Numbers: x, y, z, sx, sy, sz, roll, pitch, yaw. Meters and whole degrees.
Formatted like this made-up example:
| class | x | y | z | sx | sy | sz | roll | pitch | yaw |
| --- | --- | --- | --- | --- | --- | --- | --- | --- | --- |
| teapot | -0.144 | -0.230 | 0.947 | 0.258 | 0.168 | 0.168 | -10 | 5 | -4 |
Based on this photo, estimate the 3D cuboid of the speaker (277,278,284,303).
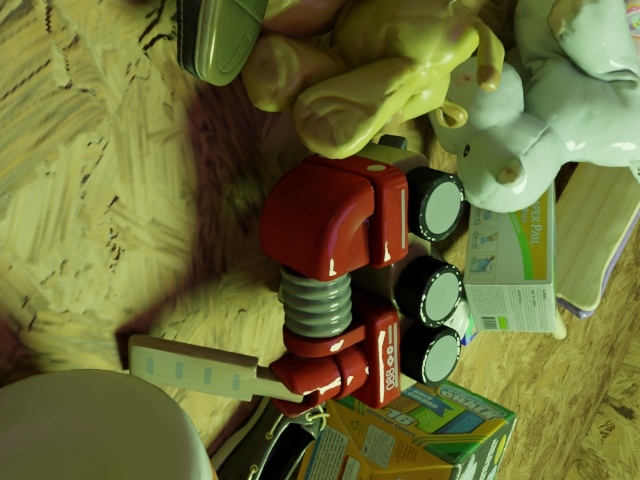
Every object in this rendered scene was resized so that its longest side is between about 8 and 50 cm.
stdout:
| class | x | y | z | sx | sy | sz | roll | pitch | yaw |
| --- | --- | --- | --- | --- | --- | --- | --- | --- | --- |
| speaker | 0.000 | 0.000 | 0.660 | 0.055 | 0.055 | 0.136 | 1 | 108 | -52 |

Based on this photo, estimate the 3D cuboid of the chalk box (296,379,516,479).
| class | x | y | z | sx | sy | sz | roll | pitch | yaw |
| --- | --- | --- | --- | --- | --- | --- | --- | --- | --- |
| chalk box | 0.123 | 0.278 | 0.867 | 0.289 | 0.179 | 0.180 | 0 | 110 | -59 |

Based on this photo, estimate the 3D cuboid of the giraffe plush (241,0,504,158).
| class | x | y | z | sx | sy | sz | roll | pitch | yaw |
| --- | --- | --- | --- | --- | --- | --- | --- | --- | --- |
| giraffe plush | 0.048 | -0.149 | 0.550 | 0.170 | 0.210 | 0.182 | 45 | 30 | -81 |

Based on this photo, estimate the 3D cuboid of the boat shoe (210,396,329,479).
| class | x | y | z | sx | sy | sz | roll | pitch | yaw |
| --- | --- | --- | --- | --- | --- | --- | --- | --- | --- |
| boat shoe | -0.032 | 0.197 | 0.721 | 0.228 | 0.068 | 0.081 | -52 | 143 | -19 |

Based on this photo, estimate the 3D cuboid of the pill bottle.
| class | x | y | z | sx | sy | sz | roll | pitch | yaw |
| --- | --- | --- | --- | --- | --- | --- | --- | --- | --- |
| pill bottle | -0.146 | 0.302 | 0.503 | 0.224 | 0.224 | 0.392 | -40 | 138 | -31 |

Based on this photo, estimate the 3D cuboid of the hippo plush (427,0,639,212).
| class | x | y | z | sx | sy | sz | roll | pitch | yaw |
| --- | --- | --- | --- | --- | --- | --- | --- | --- | --- |
| hippo plush | 0.242 | -0.127 | 0.787 | 0.236 | 0.234 | 0.294 | -28 | 91 | -8 |

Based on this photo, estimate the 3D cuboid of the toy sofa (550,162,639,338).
| class | x | y | z | sx | sy | sz | roll | pitch | yaw |
| --- | --- | --- | --- | --- | --- | --- | --- | --- | --- |
| toy sofa | 0.440 | -0.024 | 1.109 | 0.363 | 0.177 | 0.150 | -58 | 144 | -12 |

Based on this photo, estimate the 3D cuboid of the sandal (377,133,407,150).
| class | x | y | z | sx | sy | sz | roll | pitch | yaw |
| --- | --- | --- | --- | --- | --- | --- | --- | --- | --- |
| sandal | 0.052 | 0.006 | 0.730 | 0.097 | 0.054 | 0.255 | -59 | 156 | -61 |

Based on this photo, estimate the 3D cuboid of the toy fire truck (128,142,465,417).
| class | x | y | z | sx | sy | sz | roll | pitch | yaw |
| --- | --- | --- | --- | --- | --- | --- | --- | --- | --- |
| toy fire truck | -0.021 | 0.047 | 0.557 | 0.246 | 0.158 | 0.217 | -22 | 120 | -36 |

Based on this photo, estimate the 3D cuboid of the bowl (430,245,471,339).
| class | x | y | z | sx | sy | sz | roll | pitch | yaw |
| --- | --- | --- | --- | --- | --- | --- | --- | --- | --- |
| bowl | 0.143 | 0.098 | 0.879 | 0.170 | 0.080 | 0.170 | -28 | 130 | -40 |

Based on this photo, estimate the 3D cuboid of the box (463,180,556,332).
| class | x | y | z | sx | sy | sz | roll | pitch | yaw |
| --- | --- | --- | --- | --- | --- | --- | --- | --- | --- |
| box | 0.252 | 0.003 | 0.881 | 0.114 | 0.103 | 0.203 | 64 | 32 | -47 |

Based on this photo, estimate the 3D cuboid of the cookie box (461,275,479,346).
| class | x | y | z | sx | sy | sz | roll | pitch | yaw |
| --- | --- | --- | --- | --- | --- | --- | --- | --- | --- |
| cookie box | 0.235 | 0.092 | 1.028 | 0.107 | 0.040 | 0.092 | -38 | 135 | -34 |

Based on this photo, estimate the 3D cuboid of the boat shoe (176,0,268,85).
| class | x | y | z | sx | sy | sz | roll | pitch | yaw |
| --- | --- | --- | --- | --- | --- | --- | --- | --- | --- |
| boat shoe | -0.070 | -0.216 | 0.432 | 0.080 | 0.073 | 0.224 | -34 | 136 | -71 |

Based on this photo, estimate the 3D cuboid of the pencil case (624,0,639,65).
| class | x | y | z | sx | sy | sz | roll | pitch | yaw |
| --- | --- | --- | --- | --- | --- | --- | --- | --- | --- |
| pencil case | 0.379 | -0.249 | 0.799 | 0.124 | 0.124 | 0.284 | -52 | 164 | -18 |
